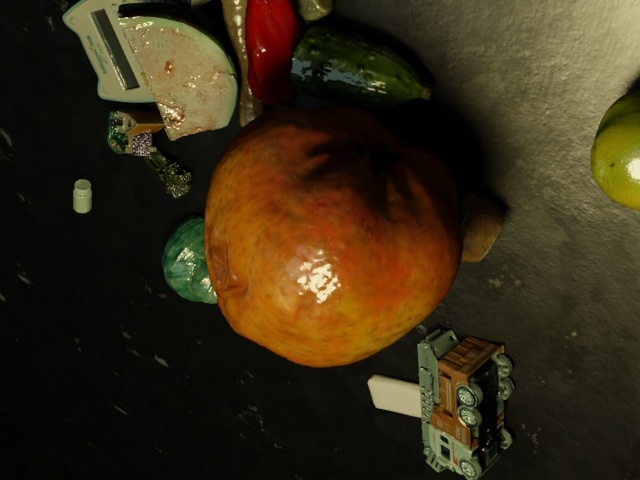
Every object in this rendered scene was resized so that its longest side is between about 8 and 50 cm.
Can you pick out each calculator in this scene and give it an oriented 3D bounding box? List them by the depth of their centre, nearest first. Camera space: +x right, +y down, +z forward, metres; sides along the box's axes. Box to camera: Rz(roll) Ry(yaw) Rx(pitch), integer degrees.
[{"bbox_3d":[-0.358,-0.413,1.934,0.387,0.054,0.256,-1,121,39],"label":"calculator"}]

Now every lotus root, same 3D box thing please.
[{"bbox_3d":[0.269,-0.016,1.680,0.081,0.112,0.122,28,136,-2],"label":"lotus root"}]

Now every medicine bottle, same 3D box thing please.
[{"bbox_3d":[-0.607,-0.113,2.388,0.047,0.047,0.083,32,136,16],"label":"medicine bottle"}]

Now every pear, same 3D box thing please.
[{"bbox_3d":[0.468,-0.127,1.384,0.166,0.180,0.216,20,161,-19],"label":"pear"}]

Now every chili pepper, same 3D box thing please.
[{"bbox_3d":[-0.086,-0.339,1.683,0.110,0.110,0.387,31,157,17],"label":"chili pepper"}]

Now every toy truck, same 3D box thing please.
[{"bbox_3d":[0.290,0.352,1.953,0.184,0.133,0.338,23,132,38],"label":"toy truck"}]

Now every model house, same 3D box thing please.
[{"bbox_3d":[-0.405,-0.235,2.067,0.100,0.088,0.100,15,106,37],"label":"model house"}]

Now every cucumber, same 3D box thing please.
[{"bbox_3d":[0.076,-0.286,1.623,0.245,0.134,0.134,19,133,19],"label":"cucumber"}]

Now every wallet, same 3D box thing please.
[{"bbox_3d":[0.194,0.354,2.105,0.190,0.033,0.095,5,126,38],"label":"wallet"}]

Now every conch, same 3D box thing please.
[{"bbox_3d":[-0.279,0.065,2.190,0.202,0.134,0.196,34,139,15],"label":"conch"}]

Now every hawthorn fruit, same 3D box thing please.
[{"bbox_3d":[0.000,0.000,1.606,0.472,0.472,0.471,22,134,25],"label":"hawthorn fruit"}]

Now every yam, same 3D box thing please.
[{"bbox_3d":[-0.142,-0.345,1.800,0.066,0.066,0.299,16,131,30],"label":"yam"}]

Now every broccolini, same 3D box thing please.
[{"bbox_3d":[-0.379,-0.174,2.136,0.203,0.068,0.091,38,158,10],"label":"broccolini"}]

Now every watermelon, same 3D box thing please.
[{"bbox_3d":[-0.278,-0.343,1.758,0.224,0.180,0.305,17,149,29],"label":"watermelon"}]

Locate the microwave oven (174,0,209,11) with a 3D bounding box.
[{"bbox_3d":[-0.275,-0.539,1.709,0.208,0.122,0.162,34,137,14],"label":"microwave oven"}]

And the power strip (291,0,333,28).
[{"bbox_3d":[-0.110,-0.547,1.615,0.092,0.066,0.387,-18,112,48],"label":"power strip"}]
